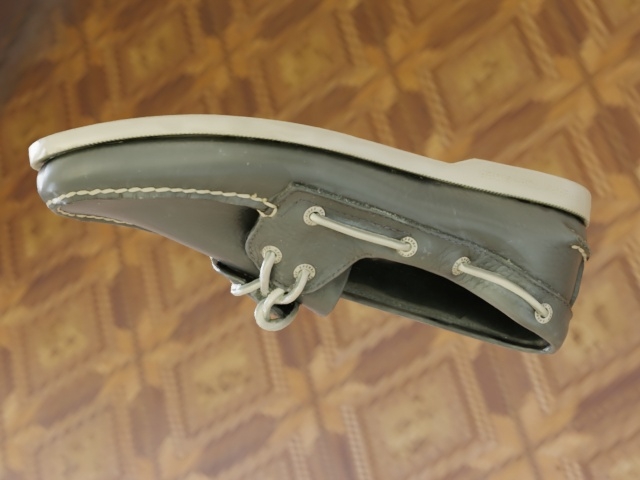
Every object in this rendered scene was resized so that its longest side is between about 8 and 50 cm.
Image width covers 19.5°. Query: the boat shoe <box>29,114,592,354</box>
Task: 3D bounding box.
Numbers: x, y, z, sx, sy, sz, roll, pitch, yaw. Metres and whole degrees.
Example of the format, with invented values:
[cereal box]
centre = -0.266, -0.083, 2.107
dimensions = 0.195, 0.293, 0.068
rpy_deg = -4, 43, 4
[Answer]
[boat shoe]
centre = 0.000, 0.000, 1.004
dimensions = 0.116, 0.319, 0.099
rpy_deg = 156, 119, -67
